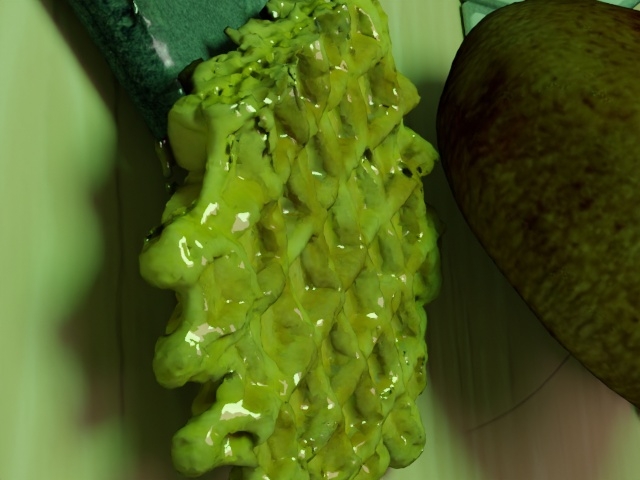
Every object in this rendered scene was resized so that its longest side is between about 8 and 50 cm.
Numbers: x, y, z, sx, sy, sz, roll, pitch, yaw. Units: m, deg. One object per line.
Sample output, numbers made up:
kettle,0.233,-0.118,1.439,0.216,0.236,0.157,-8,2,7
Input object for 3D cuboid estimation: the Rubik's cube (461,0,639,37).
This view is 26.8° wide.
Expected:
Rubik's cube,0.209,-0.242,1.074,0.233,0.229,0.228,-118,-150,-54

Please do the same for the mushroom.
mushroom,0.219,0.002,0.909,0.345,0.259,0.345,24,36,-19

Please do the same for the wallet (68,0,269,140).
wallet,-0.131,-0.245,0.701,0.379,0.046,0.190,58,38,-20

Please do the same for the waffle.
waffle,-0.003,0.000,0.729,0.312,0.060,0.307,10,78,-65
